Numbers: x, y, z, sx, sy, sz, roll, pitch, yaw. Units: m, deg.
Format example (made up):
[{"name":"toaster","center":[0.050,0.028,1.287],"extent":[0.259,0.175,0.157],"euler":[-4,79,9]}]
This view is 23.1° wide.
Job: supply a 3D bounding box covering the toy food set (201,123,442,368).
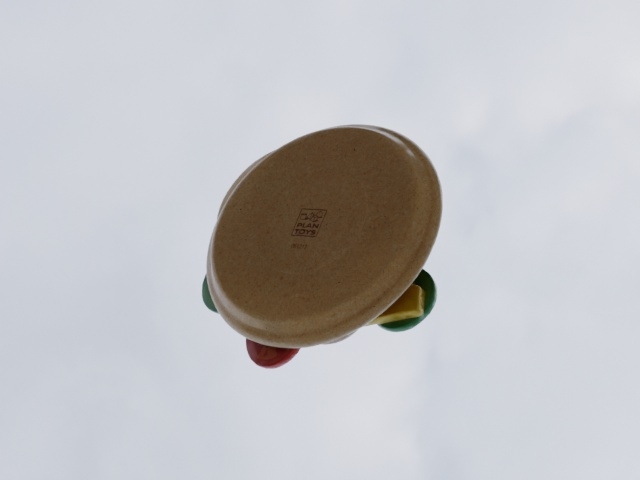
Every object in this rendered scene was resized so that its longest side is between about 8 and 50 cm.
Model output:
[{"name":"toy food set","center":[0.000,0.000,0.482],"extent":[0.083,0.020,0.082],"euler":[-11,-127,24]}]
